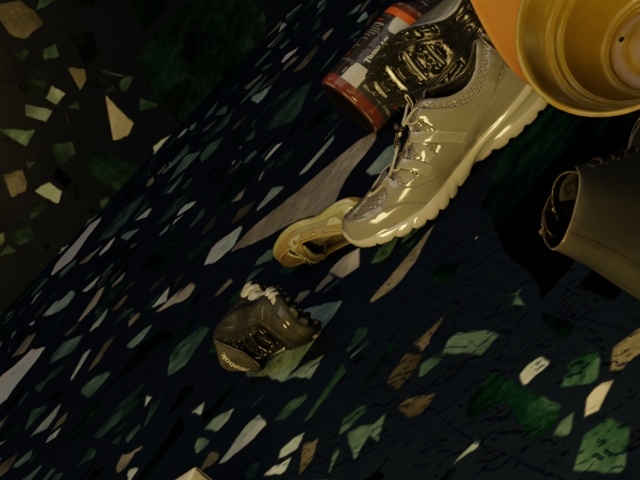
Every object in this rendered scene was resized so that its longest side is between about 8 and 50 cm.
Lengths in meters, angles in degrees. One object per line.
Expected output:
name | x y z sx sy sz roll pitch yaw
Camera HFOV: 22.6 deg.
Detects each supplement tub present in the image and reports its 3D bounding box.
supplement tub | 0.101 -0.250 2.166 0.198 0.106 0.106 -49 16 -7

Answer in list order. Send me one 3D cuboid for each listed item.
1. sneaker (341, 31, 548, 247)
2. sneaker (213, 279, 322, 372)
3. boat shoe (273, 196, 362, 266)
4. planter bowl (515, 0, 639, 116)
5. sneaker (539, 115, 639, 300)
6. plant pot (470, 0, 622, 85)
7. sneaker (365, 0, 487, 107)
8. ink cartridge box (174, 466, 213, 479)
sneaker | 0.117 -0.111 1.763 0.281 0.115 0.105 -45 16 4
sneaker | -0.066 0.106 1.779 0.106 0.078 0.234 -51 13 -7
boat shoe | 0.002 0.000 1.910 0.153 0.056 0.048 -28 54 34
planter bowl | 0.299 -0.200 1.500 0.217 0.090 0.217 -14 64 32
sneaker | 0.238 -0.053 1.239 0.083 0.118 0.222 -55 16 39
plant pot | 0.274 -0.328 1.655 0.204 0.291 0.291 -19 27 26
sneaker | 0.177 -0.268 2.070 0.271 0.100 0.108 -38 3 14
ink cartridge box | -0.171 0.321 1.489 0.203 0.086 0.148 -37 18 32
